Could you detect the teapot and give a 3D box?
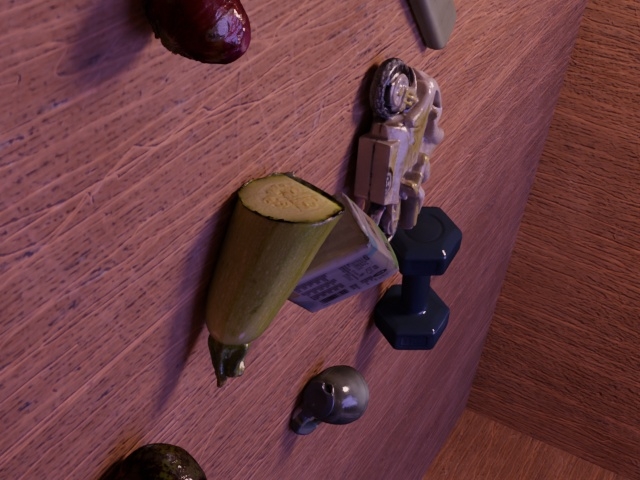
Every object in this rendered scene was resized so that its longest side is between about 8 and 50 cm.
[{"bbox_3d":[0.005,0.294,2.062,0.108,0.149,0.111,1,71,-56],"label":"teapot"}]

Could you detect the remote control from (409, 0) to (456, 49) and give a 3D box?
[{"bbox_3d":[0.185,-0.400,1.830,0.090,0.038,0.309,-68,163,-5],"label":"remote control"}]

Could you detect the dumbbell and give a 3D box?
[{"bbox_3d":[0.194,0.081,2.256,0.144,0.160,0.325,-25,142,-21],"label":"dumbbell"}]

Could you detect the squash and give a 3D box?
[{"bbox_3d":[-0.096,0.047,1.431,0.287,0.137,0.137,-58,164,9],"label":"squash"}]

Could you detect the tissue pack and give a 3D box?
[{"bbox_3d":[0.000,0.000,1.596,0.159,0.145,0.229,-26,165,9],"label":"tissue pack"}]

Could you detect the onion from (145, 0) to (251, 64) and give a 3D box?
[{"bbox_3d":[-0.112,-0.213,1.043,0.097,0.107,0.107,-56,162,-5],"label":"onion"}]

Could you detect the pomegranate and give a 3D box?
[{"bbox_3d":[-0.220,0.313,1.372,0.138,0.163,0.125,-59,-153,23],"label":"pomegranate"}]

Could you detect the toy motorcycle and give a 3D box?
[{"bbox_3d":[0.135,-0.158,1.856,0.223,0.108,0.340,-37,138,-50],"label":"toy motorcycle"}]
